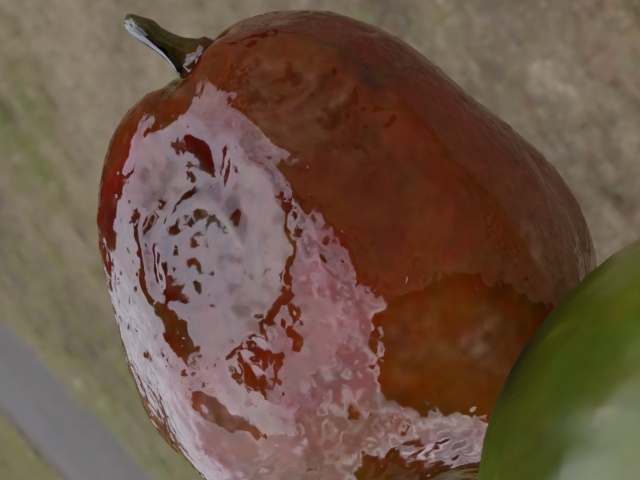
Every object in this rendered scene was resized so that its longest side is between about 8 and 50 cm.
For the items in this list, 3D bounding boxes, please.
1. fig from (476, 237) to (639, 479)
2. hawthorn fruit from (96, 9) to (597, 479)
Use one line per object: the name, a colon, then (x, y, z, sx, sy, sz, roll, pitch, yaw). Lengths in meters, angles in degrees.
fig: (0.182, 0.110, 0.727, 0.258, 0.258, 0.326, 50, -179, 5)
hawthorn fruit: (0.000, 0.000, 0.890, 0.261, 0.224, 0.224, 62, 159, -16)
